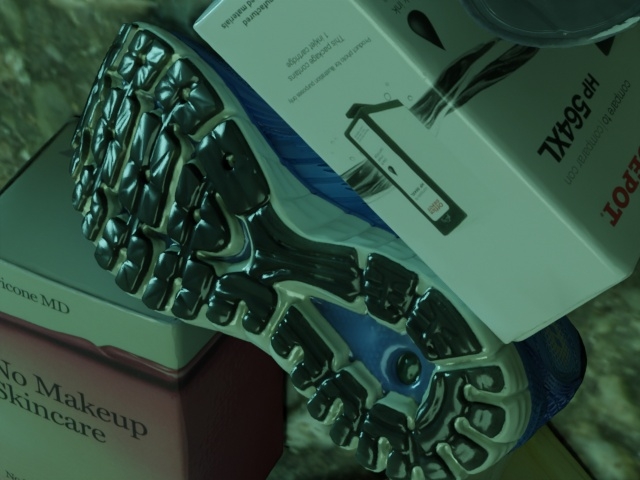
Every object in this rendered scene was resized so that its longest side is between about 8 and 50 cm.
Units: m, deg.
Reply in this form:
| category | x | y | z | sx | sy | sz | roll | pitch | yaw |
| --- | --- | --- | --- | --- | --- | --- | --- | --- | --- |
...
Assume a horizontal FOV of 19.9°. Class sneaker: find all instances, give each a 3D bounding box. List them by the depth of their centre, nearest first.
| category | x | y | z | sx | sy | sz | roll | pitch | yaw |
| --- | --- | --- | --- | --- | --- | --- | --- | --- | --- |
| sneaker | 0.000 | 0.000 | 0.945 | 0.330 | 0.147 | 0.130 | 42 | 117 | 27 |

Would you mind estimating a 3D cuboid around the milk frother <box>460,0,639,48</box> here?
| category | x | y | z | sx | sy | sz | roll | pitch | yaw |
| --- | --- | --- | --- | --- | --- | --- | --- | --- | --- |
| milk frother | 0.117 | -0.169 | 0.705 | 0.129 | 0.134 | 0.143 | 5 | 141 | -10 |

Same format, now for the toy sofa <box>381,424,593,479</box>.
| category | x | y | z | sx | sy | sz | roll | pitch | yaw |
| --- | --- | --- | --- | --- | --- | --- | --- | --- | --- |
| toy sofa | 0.018 | 0.247 | 1.131 | 0.362 | 0.177 | 0.150 | -22 | 114 | 46 |

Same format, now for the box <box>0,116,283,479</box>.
| category | x | y | z | sx | sy | sz | roll | pitch | yaw |
| --- | --- | --- | --- | --- | --- | --- | --- | --- | --- |
| box | -0.113 | 0.068 | 1.092 | 0.149 | 0.127 | 0.232 | 20 | 137 | 20 |

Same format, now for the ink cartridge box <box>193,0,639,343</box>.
| category | x | y | z | sx | sy | sz | roll | pitch | yaw |
| --- | --- | --- | --- | --- | --- | --- | --- | --- | --- |
| ink cartridge box | 0.068 | -0.079 | 0.814 | 0.203 | 0.148 | 0.086 | 44 | 137 | -10 |
